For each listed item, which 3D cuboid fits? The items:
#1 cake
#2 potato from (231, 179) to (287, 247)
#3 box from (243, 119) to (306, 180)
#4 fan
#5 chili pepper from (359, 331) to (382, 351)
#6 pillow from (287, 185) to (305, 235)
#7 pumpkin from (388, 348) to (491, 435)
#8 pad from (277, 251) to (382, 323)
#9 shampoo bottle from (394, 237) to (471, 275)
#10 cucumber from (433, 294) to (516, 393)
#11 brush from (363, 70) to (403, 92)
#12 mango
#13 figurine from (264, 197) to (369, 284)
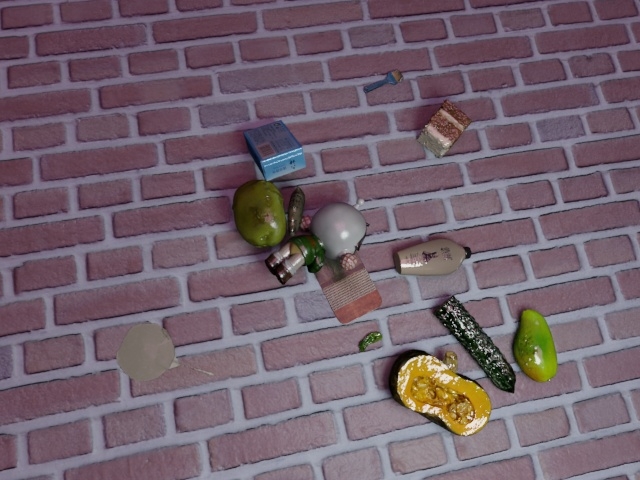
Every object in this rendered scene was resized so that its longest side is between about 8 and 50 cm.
[{"bbox_3d":[0.432,-0.392,1.793,0.134,0.135,0.147,44,81,6],"label":"cake"},{"bbox_3d":[-0.197,-0.091,1.624,0.149,0.186,0.253,-3,41,-39],"label":"potato"},{"bbox_3d":[-0.155,-0.304,1.680,0.143,0.083,0.232,-22,40,-10],"label":"box"},{"bbox_3d":[-0.477,0.370,1.574,0.311,0.010,0.182,19,75,3],"label":"fan"},{"bbox_3d":[0.161,0.324,1.637,0.091,0.030,0.034,-31,106,-10],"label":"chili pepper"},{"bbox_3d":[-0.079,-0.111,1.630,0.051,0.093,0.241,2,35,4],"label":"pillow"},{"bbox_3d":[0.373,0.452,1.568,0.317,0.139,0.221,29,78,3],"label":"pumpkin"},{"bbox_3d":[0.018,0.167,1.649,0.323,0.055,0.249,-23,79,-28],"label":"pad"},{"bbox_3d":[0.382,0.058,1.699,0.257,0.078,0.127,-9,73,-10],"label":"shampoo bottle"},{"bbox_3d":[0.515,0.342,1.631,0.096,0.096,0.359,-38,81,-13],"label":"cucumber"},{"bbox_3d":[0.232,-0.588,1.883,0.164,0.014,0.051,-27,79,-10],"label":"brush"},{"bbox_3d":[0.691,0.341,1.640,0.126,0.111,0.232,-4,75,-11],"label":"mango"},{"bbox_3d":[0.000,0.000,1.609,0.370,0.167,0.281,-33,51,-17],"label":"figurine"}]
